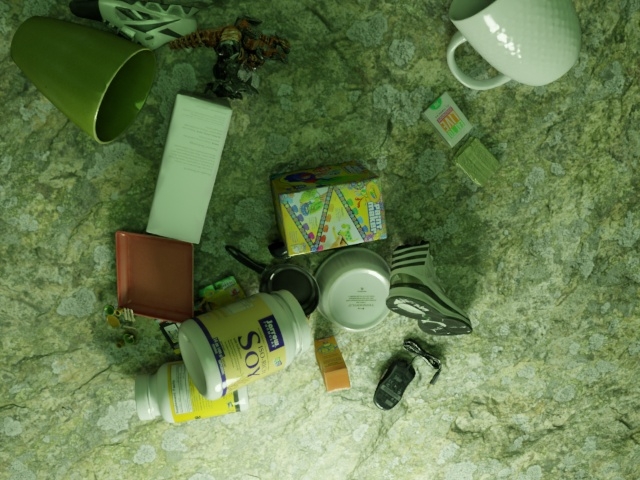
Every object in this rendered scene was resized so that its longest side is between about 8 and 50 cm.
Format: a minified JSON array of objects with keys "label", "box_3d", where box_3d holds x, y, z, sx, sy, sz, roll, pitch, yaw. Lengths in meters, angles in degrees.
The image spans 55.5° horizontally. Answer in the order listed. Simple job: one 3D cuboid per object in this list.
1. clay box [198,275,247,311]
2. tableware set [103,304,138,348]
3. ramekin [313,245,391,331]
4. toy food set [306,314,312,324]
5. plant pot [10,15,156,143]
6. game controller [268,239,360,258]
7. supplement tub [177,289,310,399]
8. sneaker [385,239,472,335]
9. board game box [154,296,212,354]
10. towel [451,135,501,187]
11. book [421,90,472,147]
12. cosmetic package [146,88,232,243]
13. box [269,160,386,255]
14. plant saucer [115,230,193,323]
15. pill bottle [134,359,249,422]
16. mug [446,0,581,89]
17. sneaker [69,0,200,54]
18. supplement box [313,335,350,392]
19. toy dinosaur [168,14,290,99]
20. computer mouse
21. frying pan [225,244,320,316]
[{"label":"clay box","box_3d":[-0.284,0.220,1.920,0.127,0.053,0.222,-24,109,-1]},{"label":"tableware set","box_3d":[-0.616,0.267,1.868,0.103,0.024,0.154,10,120,15]},{"label":"ramekin","box_3d":[0.113,0.164,1.938,0.272,0.127,0.273,-3,107,-10]},{"label":"toy food set","box_3d":[-0.068,0.241,1.984,0.082,0.020,0.083,18,103,-15]},{"label":"plant pot","box_3d":[-0.625,-0.440,1.566,0.293,0.275,0.275,29,100,0]},{"label":"game controller","box_3d":[0.000,0.000,1.846,0.318,0.166,0.067,-11,84,-8]},{"label":"supplement tub","box_3d":[-0.220,0.293,1.773,0.331,0.241,0.241,-20,111,-27]},{"label":"sneaker","box_3d":[0.368,0.144,1.958,0.447,0.169,0.258,34,54,-46]},{"label":"board game box","box_3d":[-0.405,0.266,1.888,0.170,0.048,0.141,-19,112,17]},{"label":"towel","box_3d":[0.496,-0.250,1.935,0.148,0.027,0.110,39,96,-18]},{"label":"book","box_3d":[0.391,-0.373,1.878,0.096,0.035,0.144,-44,108,0]},{"label":"cosmetic package","box_3d":[-0.365,-0.209,1.690,0.156,0.217,0.385,12,106,-14]},{"label":"box","box_3d":[0.013,-0.101,1.752,0.278,0.290,0.177,-10,108,-8]},{"label":"plant saucer","box_3d":[-0.482,0.105,1.806,0.258,0.048,0.259,8,108,16]},{"label":"pill bottle","box_3d":[-0.398,0.463,1.903,0.333,0.188,0.188,-8,108,-8]},{"label":"mug","box_3d":[0.536,-0.584,1.737,0.328,0.276,0.374,38,127,-26]},{"label":"sneaker","box_3d":[-0.490,-0.559,1.606,0.330,0.122,0.147,4,104,-11]},{"label":"supplement box","box_3d":[0.033,0.390,1.936,0.077,0.233,0.080,-12,105,-6]},{"label":"toy dinosaur","box_3d":[-0.243,-0.506,1.667,0.321,0.164,0.219,2,96,-5]},{"label":"computer mouse","box_3d":[0.300,0.483,2.110,0.184,0.060,0.262,31,87,-14]},{"label":"frying pan","box_3d":[-0.156,0.139,1.920,0.325,0.053,0.197,17,115,6]}]
